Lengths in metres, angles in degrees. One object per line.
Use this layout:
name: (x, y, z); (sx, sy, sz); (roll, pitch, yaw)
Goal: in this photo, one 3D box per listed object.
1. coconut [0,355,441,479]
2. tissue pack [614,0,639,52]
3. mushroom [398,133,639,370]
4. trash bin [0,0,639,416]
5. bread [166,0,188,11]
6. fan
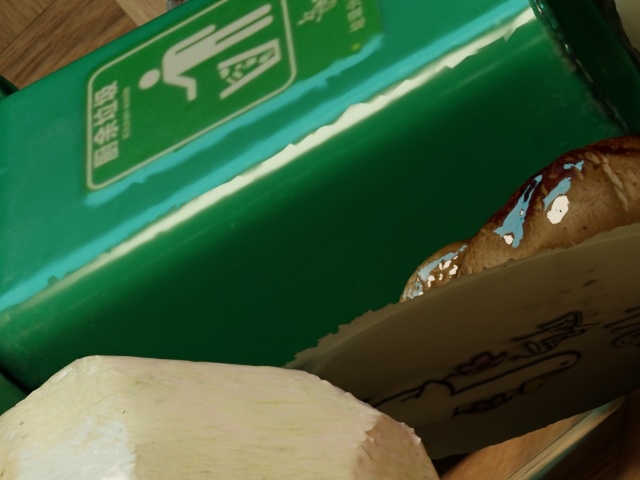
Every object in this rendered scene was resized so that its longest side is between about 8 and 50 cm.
coconut: (-0.026, 0.121, 0.583); (0.171, 0.183, 0.171); (-172, 90, -69)
tissue pack: (0.183, -0.125, 1.264); (0.380, 0.207, 0.297); (-41, 3, 46)
mushroom: (0.109, 0.019, 0.778); (0.170, 0.135, 0.080); (-24, 51, 16)
trash bin: (0.000, 0.000, 0.982); (0.381, 0.295, 0.259); (-30, 37, 18)
bread: (-0.034, -0.034, 1.210); (0.113, 0.165, 0.417); (-22, -49, -43)
fan: (-0.004, 0.080, 0.714); (0.414, 0.012, 0.233); (-21, -23, 6)
